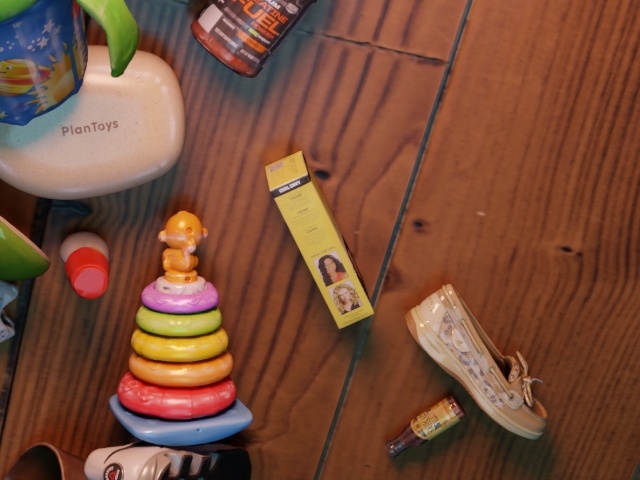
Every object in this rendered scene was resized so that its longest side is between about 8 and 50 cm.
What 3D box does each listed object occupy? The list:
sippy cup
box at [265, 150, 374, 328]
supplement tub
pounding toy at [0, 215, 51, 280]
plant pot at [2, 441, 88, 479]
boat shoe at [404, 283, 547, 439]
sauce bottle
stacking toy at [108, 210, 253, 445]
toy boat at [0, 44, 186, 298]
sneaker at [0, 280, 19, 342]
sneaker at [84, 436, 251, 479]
[{"bbox_3d":[-0.359,-0.254,1.337,0.240,0.305,0.224,-29,147,-13],"label":"sippy cup"},{"bbox_3d":[0.000,0.000,1.644,0.058,0.087,0.232,-24,117,5],"label":"box"},{"bbox_3d":[-0.062,-0.302,1.483,0.106,0.106,0.198,34,105,-22],"label":"supplement tub"},{"bbox_3d":[-0.458,-0.002,1.499,0.237,0.183,0.110,40,76,-15],"label":"pounding toy"},{"bbox_3d":[-0.322,0.418,1.733,0.230,0.215,0.215,23,109,-35],"label":"plant pot"},{"bbox_3d":[0.243,0.180,1.755,0.089,0.104,0.285,-42,113,13],"label":"boat shoe"},{"bbox_3d":[0.155,0.280,1.820,0.128,0.042,0.042,-36,115,6],"label":"sauce bottle"},{"bbox_3d":[-0.190,0.107,1.638,0.175,0.165,0.302,-4,105,-24],"label":"stacking toy"},{"bbox_3d":[-0.303,-0.088,1.535,0.267,0.148,0.318,-4,107,-13],"label":"toy boat"},{"bbox_3d":[-0.457,0.132,1.638,0.082,0.071,0.191,17,111,-22],"label":"sneaker"},{"bbox_3d":[-0.207,0.324,1.700,0.146,0.330,0.123,14,80,24],"label":"sneaker"}]
